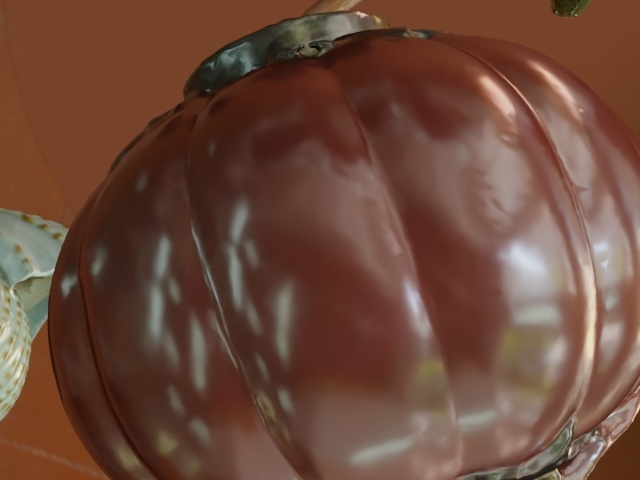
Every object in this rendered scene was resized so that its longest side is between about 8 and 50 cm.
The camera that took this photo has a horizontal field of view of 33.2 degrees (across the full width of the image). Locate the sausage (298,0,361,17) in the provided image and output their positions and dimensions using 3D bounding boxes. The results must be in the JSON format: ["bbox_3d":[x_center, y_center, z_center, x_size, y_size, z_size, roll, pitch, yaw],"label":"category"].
[{"bbox_3d":[0.031,-0.352,1.559,0.177,0.047,0.040,-37,109,5],"label":"sausage"}]

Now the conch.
[{"bbox_3d":[-0.384,0.087,1.094,0.215,0.303,0.319,38,144,-6],"label":"conch"}]

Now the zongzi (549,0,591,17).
[{"bbox_3d":[0.335,-0.305,1.273,0.130,0.154,0.062,-8,66,18],"label":"zongzi"}]

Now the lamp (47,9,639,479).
[{"bbox_3d":[0.020,0.026,0.530,0.303,0.303,0.257,-19,82,10],"label":"lamp"}]
